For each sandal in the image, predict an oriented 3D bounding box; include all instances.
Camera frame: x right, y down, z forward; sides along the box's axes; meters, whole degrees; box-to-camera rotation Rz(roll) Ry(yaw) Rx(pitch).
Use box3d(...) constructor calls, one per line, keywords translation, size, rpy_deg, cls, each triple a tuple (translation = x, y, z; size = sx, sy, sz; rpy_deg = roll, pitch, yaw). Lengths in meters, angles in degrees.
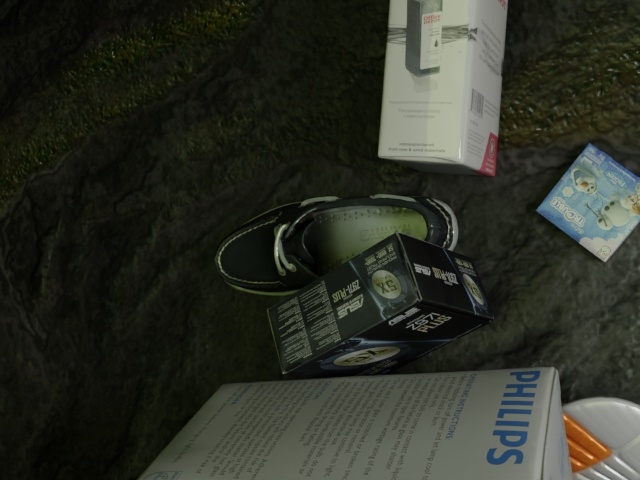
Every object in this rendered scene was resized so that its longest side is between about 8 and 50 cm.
box3d(translation=(0.225, 0.225, 0.861), size=(0.265, 0.076, 0.102), rpy_deg=(-39, 93, 31), cls="sandal")

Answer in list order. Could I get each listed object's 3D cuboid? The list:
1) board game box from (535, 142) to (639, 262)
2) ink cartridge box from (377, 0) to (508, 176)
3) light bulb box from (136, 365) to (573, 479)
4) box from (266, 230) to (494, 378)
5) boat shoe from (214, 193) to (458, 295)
box3d(translation=(0.289, -0.039, 0.869), size=(0.090, 0.020, 0.090), rpy_deg=(40, 105, 18), cls="board game box")
box3d(translation=(0.131, -0.182, 0.861), size=(0.092, 0.158, 0.217), rpy_deg=(6, 91, 23), cls="ink cartridge box")
box3d(translation=(0.062, 0.329, 0.793), size=(0.361, 0.225, 0.357), rpy_deg=(-6, 108, 22), cls="light bulb box")
box3d(translation=(0.062, 0.077, 0.870), size=(0.180, 0.147, 0.077), rpy_deg=(-32, 60, 29), cls="box")
box3d(translation=(0.000, 0.000, 0.949), size=(0.303, 0.091, 0.114), rpy_deg=(-14, 84, 22), cls="boat shoe")
